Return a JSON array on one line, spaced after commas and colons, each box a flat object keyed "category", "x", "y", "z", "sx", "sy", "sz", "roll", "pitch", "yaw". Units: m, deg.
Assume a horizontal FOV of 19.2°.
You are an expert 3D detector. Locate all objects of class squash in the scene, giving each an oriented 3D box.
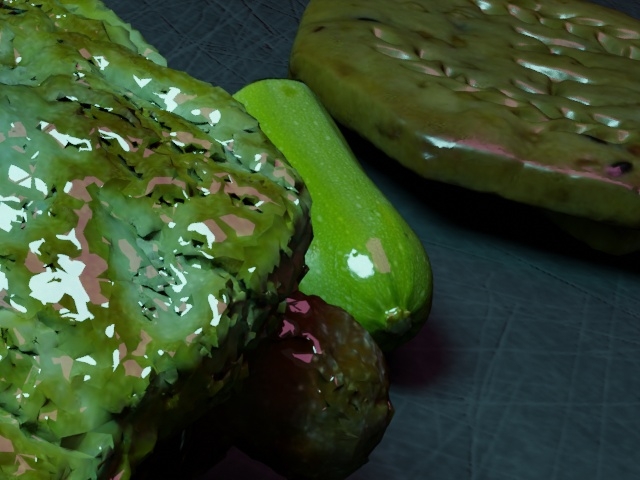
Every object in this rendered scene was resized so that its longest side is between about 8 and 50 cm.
[{"category": "squash", "x": 0.000, "y": 0.000, "z": 1.037, "sx": 0.095, "sy": 0.095, "sz": 0.188, "roll": 0, "pitch": 36, "yaw": -28}]

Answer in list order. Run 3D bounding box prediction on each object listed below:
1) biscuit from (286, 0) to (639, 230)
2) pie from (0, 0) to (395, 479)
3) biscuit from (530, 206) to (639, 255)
[{"category": "biscuit", "x": 0.148, "y": -0.104, "z": 1.272, "sx": 0.359, "sy": 0.046, "sz": 0.359, "roll": 12, "pitch": 26, "yaw": -6}, {"category": "pie", "x": -0.217, "y": 0.026, "z": 0.782, "sx": 0.418, "sy": 0.180, "sz": 0.395, "roll": -22, "pitch": 46, "yaw": -39}, {"category": "biscuit", "x": 0.201, "y": -0.044, "z": 1.270, "sx": 0.183, "sy": 0.039, "sz": 0.174, "roll": -4, "pitch": 30, "yaw": -34}]
